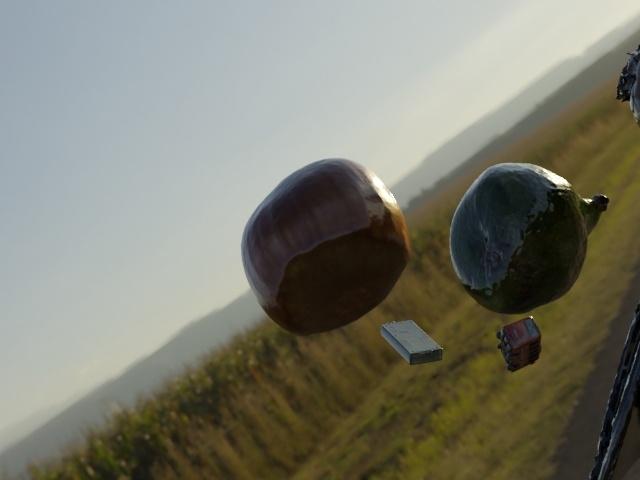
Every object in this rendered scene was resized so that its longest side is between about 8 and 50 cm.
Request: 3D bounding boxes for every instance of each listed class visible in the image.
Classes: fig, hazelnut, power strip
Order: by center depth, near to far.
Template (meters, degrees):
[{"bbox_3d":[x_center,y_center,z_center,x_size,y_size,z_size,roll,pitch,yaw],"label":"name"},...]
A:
[{"bbox_3d":[0.000,0.000,1.038,0.150,0.150,0.150,-36,-3,-2],"label":"hazelnut"},{"bbox_3d":[0.297,-0.006,1.569,0.235,0.203,0.203,-4,-19,-27],"label":"fig"},{"bbox_3d":[0.122,0.137,1.645,0.050,0.019,0.136,-9,19,-16],"label":"power strip"}]

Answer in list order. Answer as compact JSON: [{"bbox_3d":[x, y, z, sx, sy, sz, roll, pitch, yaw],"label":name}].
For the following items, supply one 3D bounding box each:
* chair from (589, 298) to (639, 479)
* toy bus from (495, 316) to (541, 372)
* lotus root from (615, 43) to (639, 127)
[{"bbox_3d":[0.382,0.146,0.744,0.226,0.400,0.227,16,-90,-78],"label":"chair"},{"bbox_3d":[0.209,0.109,1.248,0.043,0.031,0.110,-24,-20,1],"label":"toy bus"},{"bbox_3d":[0.496,-0.181,1.465,0.141,0.314,0.169,35,-98,-50],"label":"lotus root"}]
